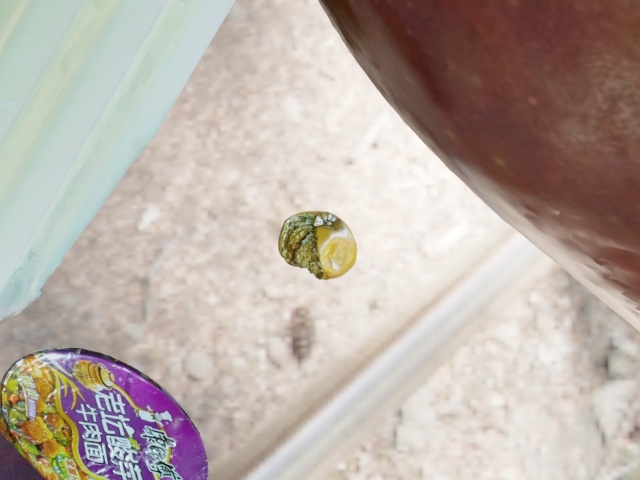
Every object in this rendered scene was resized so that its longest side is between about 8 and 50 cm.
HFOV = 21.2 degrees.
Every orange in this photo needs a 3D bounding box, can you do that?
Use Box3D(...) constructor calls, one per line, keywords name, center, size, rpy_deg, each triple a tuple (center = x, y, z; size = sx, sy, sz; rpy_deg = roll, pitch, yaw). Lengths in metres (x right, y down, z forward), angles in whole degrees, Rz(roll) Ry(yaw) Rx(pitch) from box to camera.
Box3D(name="orange", center=(0.000, 0.000, 1.790), size=(0.086, 0.086, 0.062), rpy_deg=(1, 123, -47))

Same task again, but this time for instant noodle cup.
Box3D(name="instant noodle cup", center=(-0.275, 0.269, 1.877), size=(0.251, 0.190, 0.251), rpy_deg=(26, 29, -16))

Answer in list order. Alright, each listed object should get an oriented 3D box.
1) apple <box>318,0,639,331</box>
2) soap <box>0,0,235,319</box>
Box3D(name="apple", center=(0.134, -0.114, 0.438), size=(0.317, 0.288, 0.288), rpy_deg=(56, 49, -38))
Box3D(name="soap", center=(-0.143, -0.141, 0.736), size=(0.446, 0.156, 0.261), rpy_deg=(-59, 164, 14))
